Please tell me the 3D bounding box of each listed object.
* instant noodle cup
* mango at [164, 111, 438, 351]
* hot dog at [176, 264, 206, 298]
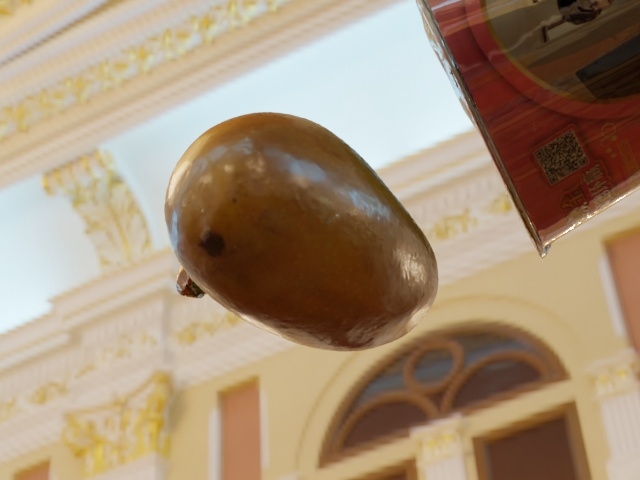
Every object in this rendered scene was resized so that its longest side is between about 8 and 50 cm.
[{"bbox_3d":[0.219,-0.140,1.113,0.255,0.244,0.244,-24,-49,7],"label":"instant noodle cup"},{"bbox_3d":[0.000,0.000,0.826,0.099,0.136,0.227,-47,-21,8],"label":"mango"},{"bbox_3d":[-0.088,0.001,1.255,0.037,0.122,0.049,27,-43,-15],"label":"hot dog"}]
